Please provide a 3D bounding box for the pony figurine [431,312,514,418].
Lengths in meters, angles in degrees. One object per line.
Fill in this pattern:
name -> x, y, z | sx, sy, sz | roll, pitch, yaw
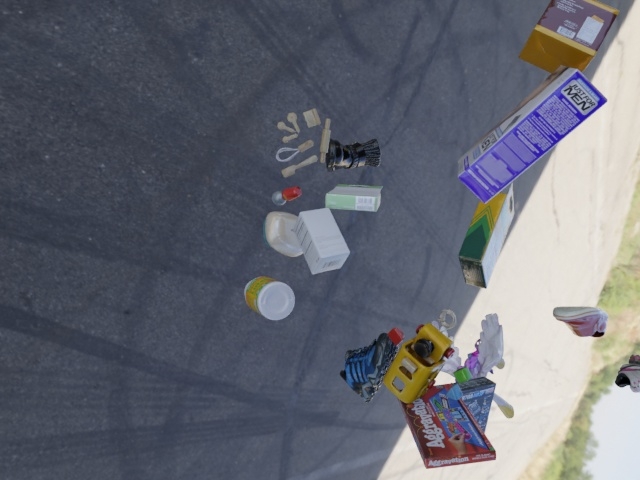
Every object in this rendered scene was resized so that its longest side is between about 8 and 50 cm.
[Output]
pony figurine -> 0.564, 0.469, 1.731 | 0.364, 0.303, 0.350 | 29, 51, -42

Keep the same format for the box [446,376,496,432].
box -> 0.408, 0.496, 1.372 | 0.221, 0.051, 0.175 | 2, 101, -36

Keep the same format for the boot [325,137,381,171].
boot -> 0.152, -0.401, 2.183 | 0.348, 0.261, 0.130 | -59, 143, -86

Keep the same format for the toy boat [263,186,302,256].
toy boat -> -0.152, -0.081, 2.067 | 0.268, 0.148, 0.317 | 25, 58, -47

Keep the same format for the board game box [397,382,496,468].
board game box -> 0.274, 0.412, 1.087 | 0.281, 0.145, 0.027 | -106, -171, -79

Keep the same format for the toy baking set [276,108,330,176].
toy baking set -> -0.064, -0.358, 1.756 | 0.030, 0.197, 0.255 | -48, 142, -83

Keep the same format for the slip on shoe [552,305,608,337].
slip on shoe -> 0.891, 0.277, 1.612 | 0.332, 0.123, 0.101 | 16, 75, -43

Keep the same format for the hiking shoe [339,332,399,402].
hiking shoe -> 0.127, 0.354, 1.359 | 0.113, 0.132, 0.303 | -43, 157, -41

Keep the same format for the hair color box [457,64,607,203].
hair color box -> 0.496, -0.260, 1.164 | 0.339, 0.110, 0.185 | -43, -174, 26

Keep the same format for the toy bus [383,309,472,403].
toy bus -> 0.225, 0.276, 1.093 | 0.105, 0.191, 0.201 | -11, 86, -47

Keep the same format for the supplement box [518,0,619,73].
supplement box -> 0.755, -0.630, 1.456 | 0.194, 0.192, 0.129 | -56, 169, -15

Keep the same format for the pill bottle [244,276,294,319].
pill bottle -> -0.201, 0.206, 1.759 | 0.137, 0.246, 0.136 | -1, 93, -25

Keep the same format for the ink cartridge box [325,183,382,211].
ink cartridge box -> 0.122, -0.151, 1.638 | 0.235, 0.171, 0.056 | -47, 140, -72

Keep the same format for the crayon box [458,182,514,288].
crayon box -> 0.575, -0.023, 1.635 | 0.322, 0.083, 0.203 | -62, 146, -20

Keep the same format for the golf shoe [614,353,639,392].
golf shoe -> 0.697, 0.295, 0.992 | 0.086, 0.067, 0.186 | -45, 174, -5

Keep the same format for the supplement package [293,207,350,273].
supplement package -> 0.000, 0.000, 1.511 | 0.105, 0.179, 0.105 | -11, 151, -25
